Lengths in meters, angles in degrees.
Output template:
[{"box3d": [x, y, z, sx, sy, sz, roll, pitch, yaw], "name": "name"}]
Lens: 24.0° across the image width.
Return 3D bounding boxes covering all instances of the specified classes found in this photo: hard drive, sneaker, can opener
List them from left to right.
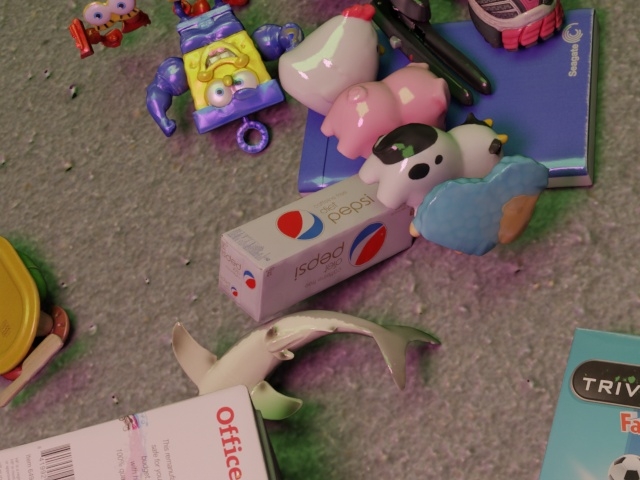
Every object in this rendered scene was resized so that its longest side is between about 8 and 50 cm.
[{"box3d": [0.115, -0.212, 1.642, 0.059, 0.073, 0.186, -31, 63, -8], "name": "can opener"}, {"box3d": [0.141, -0.148, 1.653, 0.318, 0.040, 0.210, -3, 61, 20], "name": "hard drive"}, {"box3d": [0.180, -0.332, 1.680, 0.120, 0.112, 0.299, -27, 41, -6], "name": "sneaker"}]

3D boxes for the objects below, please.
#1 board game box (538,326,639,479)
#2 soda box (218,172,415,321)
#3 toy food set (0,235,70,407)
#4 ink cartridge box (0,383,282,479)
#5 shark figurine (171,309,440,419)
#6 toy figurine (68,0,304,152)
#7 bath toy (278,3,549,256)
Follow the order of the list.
[{"box3d": [0.316, 0.257, 1.330, 0.253, 0.079, 0.336, 7, 65, 24], "name": "board game box"}, {"box3d": [0.000, 0.000, 1.543, 0.216, 0.074, 0.069, -25, 48, -33], "name": "soda box"}, {"box3d": [-0.341, 0.090, 1.695, 0.128, 0.071, 0.218, -51, 51, 17], "name": "toy food set"}, {"box3d": [-0.160, 0.291, 1.396, 0.270, 0.197, 0.198, -15, 56, 0], "name": "ink cartridge box"}, {"box3d": [-0.033, 0.116, 1.540, 0.278, 0.116, 0.166, -30, 89, 13], "name": "shark figurine"}, {"box3d": [-0.084, -0.211, 1.752, 0.362, 0.191, 0.217, -21, 86, 0], "name": "toy figurine"}, {"box3d": [0.089, -0.128, 1.556, 0.129, 0.151, 0.348, -56, 47, 17], "name": "bath toy"}]
